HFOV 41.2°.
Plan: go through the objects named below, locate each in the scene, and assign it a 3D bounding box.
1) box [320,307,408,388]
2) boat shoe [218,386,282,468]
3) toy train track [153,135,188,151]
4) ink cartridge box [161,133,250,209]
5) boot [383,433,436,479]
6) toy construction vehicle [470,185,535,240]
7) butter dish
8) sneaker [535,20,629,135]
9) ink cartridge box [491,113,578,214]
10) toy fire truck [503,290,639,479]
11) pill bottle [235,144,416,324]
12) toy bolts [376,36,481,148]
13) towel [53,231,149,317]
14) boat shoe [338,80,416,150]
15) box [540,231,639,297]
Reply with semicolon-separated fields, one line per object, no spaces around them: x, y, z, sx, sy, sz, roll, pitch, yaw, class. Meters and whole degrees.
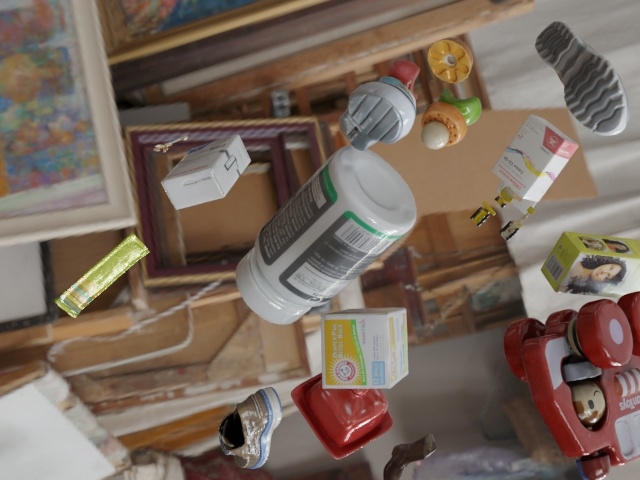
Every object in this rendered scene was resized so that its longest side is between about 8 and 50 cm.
0.072;0.164;1.324;0.203;0.103;0.114;13;75;-76;box
-0.106;0.263;1.177;0.066;0.066;0.183;61;-31;35;boat shoe
-0.302;-0.193;1.721;0.048;0.083;0.014;-17;89;-62;toy train track
-0.281;-0.171;2.115;0.086;0.148;0.203;66;27;-24;ink cartridge box
0.178;0.439;1.686;0.037;0.114;0.106;35;51;-22;boot
0.347;-0.050;1.611;0.086;0.098;0.035;47;29;15;toy construction vehicle
0.055;0.292;1.572;0.160;0.159;0.118;53;-37;20;butter dish
0.507;-0.298;1.581;0.115;0.105;0.281;21;40;-37;sneaker
0.469;-0.168;1.917;0.067;0.198;0.115;8;31;-44;ink cartridge box
0.424;0.223;1.298;0.302;0.169;0.254;-5;77;-45;toy fire truck
0.000;0.000;1.664;0.204;0.361;0.204;29;38;-25;pill bottle
0.210;-0.316;1.829;0.158;0.228;0.218;-48;144;-38;toy bolts
-0.508;0.082;1.987;0.021;0.237;0.102;44;-9;22;towel
0.105;-0.226;1.447;0.109;0.094;0.302;51;-9;-8;boat shoe
0.474;0.044;1.362;0.058;0.232;0.087;-114;-144;-47;box
